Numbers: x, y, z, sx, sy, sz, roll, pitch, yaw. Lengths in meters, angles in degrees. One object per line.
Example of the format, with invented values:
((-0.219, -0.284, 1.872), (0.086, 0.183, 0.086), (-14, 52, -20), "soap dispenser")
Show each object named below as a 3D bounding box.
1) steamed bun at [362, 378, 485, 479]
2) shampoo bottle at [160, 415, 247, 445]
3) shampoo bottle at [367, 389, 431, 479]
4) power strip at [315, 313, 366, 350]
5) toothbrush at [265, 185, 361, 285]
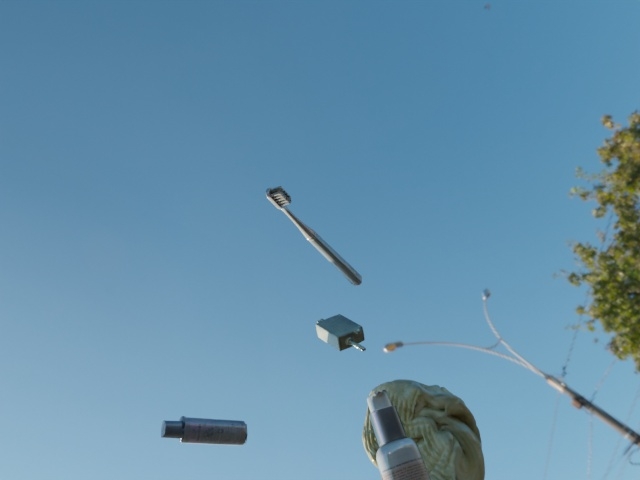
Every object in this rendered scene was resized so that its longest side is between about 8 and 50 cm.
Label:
((0.263, 0.483, 1.347), (0.203, 0.289, 0.275), (19, -102, -47), "steamed bun")
((-0.301, 0.493, 1.466), (0.214, 0.072, 0.072), (12, -70, -23), "shampoo bottle")
((0.124, 0.346, 0.934), (0.074, 0.192, 0.074), (-16, -28, -9), "shampoo bottle")
((0.057, 0.226, 1.350), (0.075, 0.175, 0.042), (-19, -70, -25), "power strip")
((-0.002, 0.001, 1.083), (0.030, 0.025, 0.342), (-15, -39, 24), "toothbrush")
